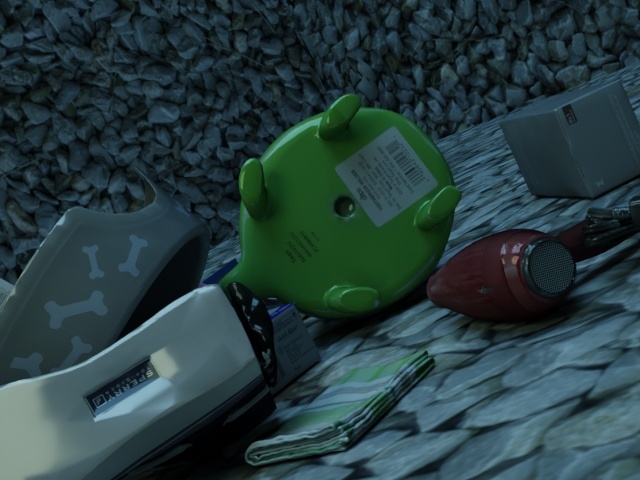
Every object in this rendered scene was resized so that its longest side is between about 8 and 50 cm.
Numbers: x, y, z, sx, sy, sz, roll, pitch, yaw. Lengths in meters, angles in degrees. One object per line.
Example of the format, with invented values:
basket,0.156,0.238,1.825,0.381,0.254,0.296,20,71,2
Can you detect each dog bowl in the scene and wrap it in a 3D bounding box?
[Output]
dog bowl,-0.231,0.097,1.059,0.349,0.102,0.349,-62,-5,-10

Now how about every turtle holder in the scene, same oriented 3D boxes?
turtle holder,0.020,0.003,1.218,0.227,0.243,0.320,68,-133,-81

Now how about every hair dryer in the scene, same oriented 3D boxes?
hair dryer,0.225,0.019,0.910,0.293,0.080,0.223,-16,-6,27

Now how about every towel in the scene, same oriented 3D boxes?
towel,0.017,0.137,0.849,0.113,0.023,0.152,-20,8,39

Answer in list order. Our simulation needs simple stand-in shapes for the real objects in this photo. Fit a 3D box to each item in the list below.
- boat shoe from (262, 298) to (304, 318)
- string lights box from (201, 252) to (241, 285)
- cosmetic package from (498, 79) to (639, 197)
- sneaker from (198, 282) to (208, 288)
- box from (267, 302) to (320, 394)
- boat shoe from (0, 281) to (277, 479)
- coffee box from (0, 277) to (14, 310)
boat shoe,-0.008,0.060,1.406,0.206,0.065,0.075,-27,6,-17
string lights box,-0.111,0.064,1.561,0.133,0.077,0.259,-31,-2,-41
cosmetic package,0.337,-0.131,1.360,0.107,0.127,0.238,-26,8,-8
sneaker,-0.207,0.161,1.281,0.236,0.095,0.104,-47,-11,-34
box,-0.094,0.135,1.086,0.137,0.072,0.126,-21,7,40
boat shoe,-0.184,0.173,0.872,0.340,0.127,0.158,-26,-30,-8
coffee box,-0.379,0.174,1.109,0.246,0.098,0.141,-61,-4,-16
